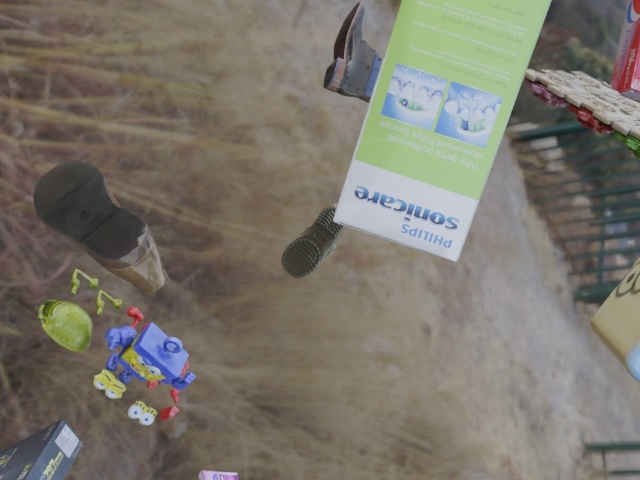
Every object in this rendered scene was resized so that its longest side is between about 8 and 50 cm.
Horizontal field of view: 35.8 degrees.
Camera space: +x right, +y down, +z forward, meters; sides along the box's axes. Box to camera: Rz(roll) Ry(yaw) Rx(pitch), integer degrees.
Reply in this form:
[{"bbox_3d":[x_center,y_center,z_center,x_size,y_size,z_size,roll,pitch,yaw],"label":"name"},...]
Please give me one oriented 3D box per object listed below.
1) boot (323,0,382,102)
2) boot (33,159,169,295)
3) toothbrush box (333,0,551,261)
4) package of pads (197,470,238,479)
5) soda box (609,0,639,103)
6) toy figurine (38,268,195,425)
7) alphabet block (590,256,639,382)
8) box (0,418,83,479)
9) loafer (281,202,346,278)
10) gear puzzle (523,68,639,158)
[{"bbox_3d":[0.084,-0.397,2.105,0.106,0.082,0.219,23,72,-17],"label":"boot"},{"bbox_3d":[-0.324,-0.017,1.447,0.112,0.305,0.115,-40,137,-12],"label":"boot"},{"bbox_3d":[0.120,-0.151,0.902,0.206,0.122,0.283,-58,164,-71],"label":"toothbrush box"},{"bbox_3d":[-0.208,0.502,2.036,0.083,0.032,0.050,12,37,-28],"label":"package of pads"},{"bbox_3d":[0.656,-0.410,1.979,0.092,0.083,0.264,-175,-83,-77],"label":"soda box"},{"bbox_3d":[-0.356,0.195,1.985,0.362,0.217,0.191,47,48,-20],"label":"toy figurine"},{"bbox_3d":[0.371,0.072,0.840,0.193,0.192,0.197,37,9,3],"label":"alphabet block"},{"bbox_3d":[-0.466,0.378,1.444,0.059,0.183,0.233,55,20,-16],"label":"box"},{"bbox_3d":[0.000,0.000,1.426,0.056,0.148,0.050,50,33,7],"label":"loafer"},{"bbox_3d":[0.435,-0.143,1.347,0.175,0.339,0.044,-7,127,-44],"label":"gear puzzle"}]
